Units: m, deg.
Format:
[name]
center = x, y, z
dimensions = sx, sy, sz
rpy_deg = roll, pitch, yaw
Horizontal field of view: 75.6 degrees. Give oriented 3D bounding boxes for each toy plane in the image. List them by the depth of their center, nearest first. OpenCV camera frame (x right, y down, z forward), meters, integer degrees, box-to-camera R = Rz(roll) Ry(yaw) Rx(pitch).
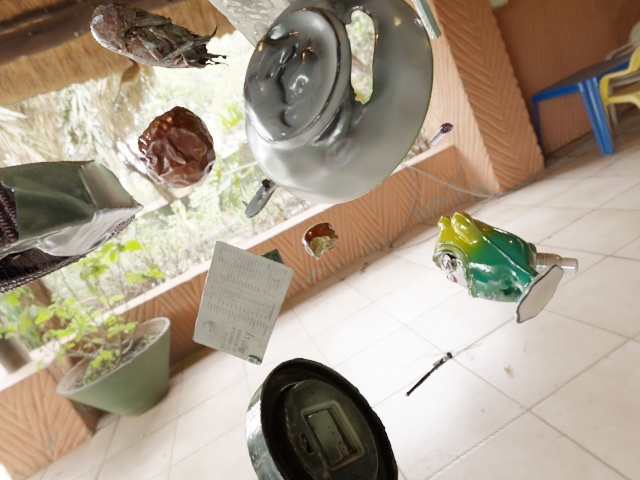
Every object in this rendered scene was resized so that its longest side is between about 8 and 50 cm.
[toy plane]
center = -0.166, -0.134, 1.200
dimensions = 0.171, 0.066, 0.162
rpy_deg = -45, 13, -18

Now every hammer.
[hammer]
center = 0.399, 0.513, 1.558
dimensions = 0.246, 0.029, 0.103
rpy_deg = -30, -23, -29

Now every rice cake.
[rice cake]
center = 0.392, -0.856, 1.549
dimensions = 0.043, 0.211, 0.034
rpy_deg = -35, 12, -23

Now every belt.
[belt]
center = -0.406, -0.013, 0.563
dimensions = 0.260, 0.122, 0.325
rpy_deg = -30, 3, 3

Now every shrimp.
[shrimp]
center = -0.198, -0.261, 0.542
dimensions = 0.190, 0.075, 0.073
rpy_deg = 2, -28, -45

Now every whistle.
[whistle]
center = 0.363, -0.323, 1.258
dimensions = 0.033, 0.033, 0.176
rpy_deg = -26, -1, 1

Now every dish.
[dish]
center = -0.015, -0.217, 0.587
dimensions = 0.324, 0.325, 0.124
rpy_deg = -17, -13, 38

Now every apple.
[apple]
center = -0.001, -0.006, 1.886
dimensions = 0.158, 0.156, 0.147
rpy_deg = -43, 54, -8

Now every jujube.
[jujube]
center = -0.400, -0.273, 1.187
dimensions = 0.216, 0.216, 0.342
rpy_deg = -26, 29, -1

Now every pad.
[pad]
center = -0.162, 0.136, 0.827
dimensions = 0.009, 0.159, 0.265
rpy_deg = -70, 0, -63

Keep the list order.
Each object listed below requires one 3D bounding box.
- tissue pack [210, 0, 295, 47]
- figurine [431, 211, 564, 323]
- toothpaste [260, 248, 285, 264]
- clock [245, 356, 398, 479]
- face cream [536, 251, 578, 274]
[tissue pack]
center = -0.070, -0.601, 0.803
dimensions = 0.207, 0.381, 0.297
rpy_deg = 12, -7, 31
[figurine]
center = 0.483, 0.060, 1.184
dimensions = 0.231, 0.324, 0.340
rpy_deg = -42, 49, -8
[toothpaste]
center = -0.263, 0.110, 1.656
dimensions = 0.067, 0.081, 0.336
rpy_deg = -27, -1, 27
[clock]
center = 0.007, 0.445, 0.920
dimensions = 0.076, 0.386, 0.386
rpy_deg = -49, 3, 22
[face cream]
center = 0.741, 0.080, 1.438
dimensions = 0.268, 0.082, 0.082
rpy_deg = 5, 28, 33
